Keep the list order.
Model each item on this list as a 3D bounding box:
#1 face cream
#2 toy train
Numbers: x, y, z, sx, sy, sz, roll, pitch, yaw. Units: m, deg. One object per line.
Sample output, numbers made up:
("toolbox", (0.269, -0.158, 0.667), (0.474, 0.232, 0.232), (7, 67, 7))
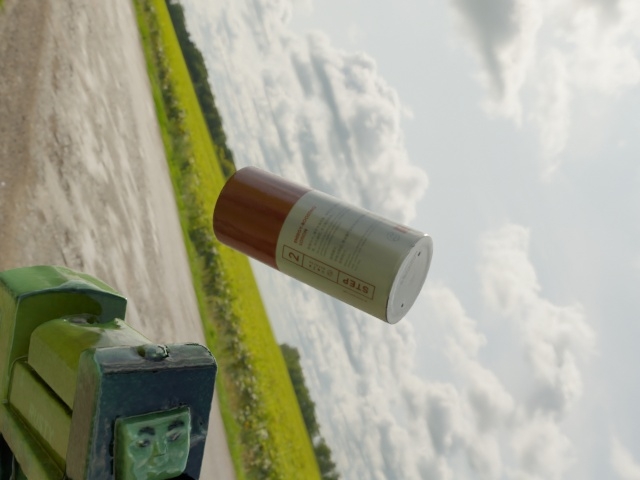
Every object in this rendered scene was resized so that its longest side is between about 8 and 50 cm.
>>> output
("face cream", (0.000, 0.000, 0.783), (0.214, 0.096, 0.096), (24, -30, 24))
("toy train", (-0.226, 0.181, 0.720), (0.397, 0.160, 0.253), (21, -78, 52))
